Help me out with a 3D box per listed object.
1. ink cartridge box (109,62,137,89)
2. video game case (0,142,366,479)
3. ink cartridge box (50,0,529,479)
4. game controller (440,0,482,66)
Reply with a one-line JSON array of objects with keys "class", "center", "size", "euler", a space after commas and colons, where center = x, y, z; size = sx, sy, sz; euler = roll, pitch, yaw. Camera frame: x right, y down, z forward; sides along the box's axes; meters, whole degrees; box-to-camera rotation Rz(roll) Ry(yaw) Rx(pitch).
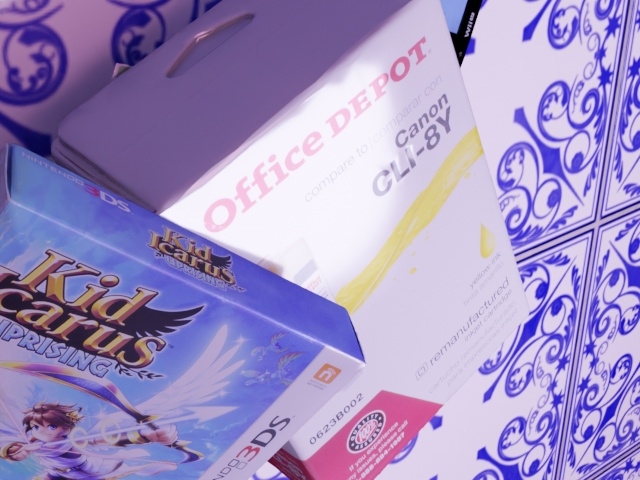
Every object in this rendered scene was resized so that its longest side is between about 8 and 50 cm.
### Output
[{"class": "ink cartridge box", "center": [-0.108, -0.058, 0.854], "size": [0.235, 0.056, 0.171], "euler": [5, 107, -43]}, {"class": "video game case", "center": [-0.148, 0.095, 0.651], "size": [0.269, 0.061, 0.244], "euler": [28, 115, -33]}, {"class": "ink cartridge box", "center": [0.000, 0.000, 0.828], "size": [0.279, 0.160, 0.385], "euler": [-42, 134, -18]}, {"class": "game controller", "center": [0.122, -0.293, 0.943], "size": [0.166, 0.067, 0.319], "euler": [4, 108, -44]}]
